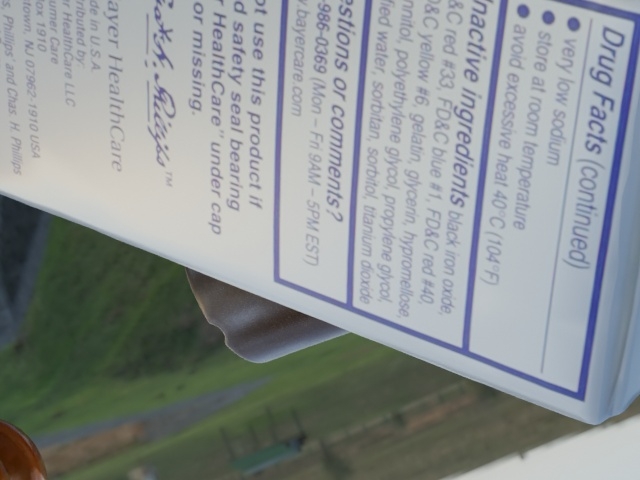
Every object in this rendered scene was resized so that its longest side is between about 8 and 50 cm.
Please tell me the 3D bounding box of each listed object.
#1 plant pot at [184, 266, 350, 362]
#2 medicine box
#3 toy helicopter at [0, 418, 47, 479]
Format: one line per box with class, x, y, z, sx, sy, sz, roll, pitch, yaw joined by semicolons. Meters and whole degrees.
plant pot;0.000;0.000;1.055;0.165;0.167;0.167;-25;174;21
medicine box;0.048;-0.091;0.582;0.289;0.149;0.263;21;-147;29
toy helicopter;-0.335;0.101;0.800;0.235;0.355;0.140;-41;179;-4
